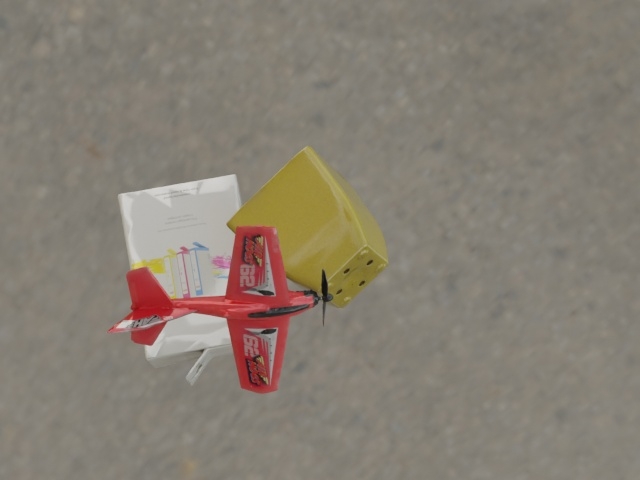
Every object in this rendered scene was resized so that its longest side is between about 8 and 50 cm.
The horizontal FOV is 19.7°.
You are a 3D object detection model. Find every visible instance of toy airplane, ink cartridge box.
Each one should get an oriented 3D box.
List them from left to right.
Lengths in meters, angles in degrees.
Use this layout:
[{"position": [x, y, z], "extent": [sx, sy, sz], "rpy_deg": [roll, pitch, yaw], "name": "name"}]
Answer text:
[{"position": [-0.092, 0.034, 1.375], "extent": [0.089, 0.092, 0.143], "rpy_deg": [-10, 83, -2], "name": "ink cartridge box"}, {"position": [-0.066, 0.045, 1.207], "extent": [0.151, 0.151, 0.028], "rpy_deg": [9, 37, -20], "name": "toy airplane"}]

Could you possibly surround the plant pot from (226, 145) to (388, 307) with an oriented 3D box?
[{"position": [0.000, 0.000, 1.299], "extent": [0.081, 0.081, 0.083], "rpy_deg": [-43, 61, 4], "name": "plant pot"}]
